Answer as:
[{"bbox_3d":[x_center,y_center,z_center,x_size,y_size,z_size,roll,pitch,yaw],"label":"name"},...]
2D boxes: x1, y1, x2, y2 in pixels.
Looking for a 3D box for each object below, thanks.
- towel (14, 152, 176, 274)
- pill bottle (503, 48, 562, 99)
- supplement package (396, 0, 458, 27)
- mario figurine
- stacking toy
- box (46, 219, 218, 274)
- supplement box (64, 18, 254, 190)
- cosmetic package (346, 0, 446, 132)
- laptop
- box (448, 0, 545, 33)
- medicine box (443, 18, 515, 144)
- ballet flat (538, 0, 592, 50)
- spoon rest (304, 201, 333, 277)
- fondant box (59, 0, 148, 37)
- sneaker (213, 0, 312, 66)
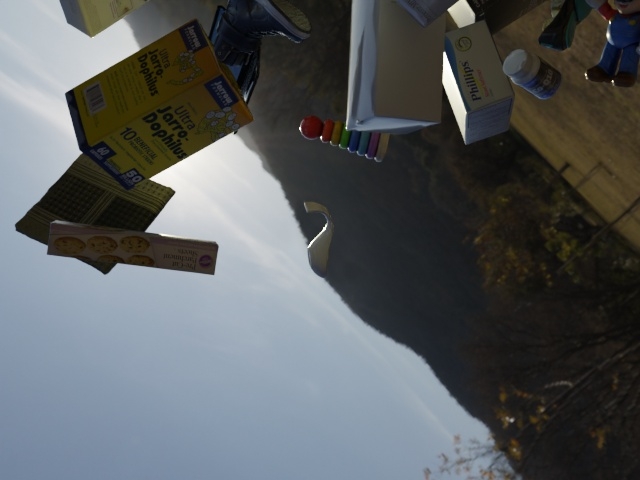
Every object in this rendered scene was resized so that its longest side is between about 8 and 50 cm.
[{"bbox_3d":[-0.612,-0.081,1.720,0.324,0.312,0.056,24,152,15],"label":"towel"},{"bbox_3d":[0.496,-0.390,1.473,0.137,0.078,0.078,17,-153,-35],"label":"pill bottle"},{"bbox_3d":[0.216,-0.532,1.025,0.178,0.293,0.175,12,-131,-56],"label":"supplement package"},{"bbox_3d":[0.773,-0.566,1.624,0.198,0.320,0.170,13,-158,17],"label":"mario figurine"},{"bbox_3d":[0.086,-0.391,2.348,0.331,0.141,0.141,11,-166,0],"label":"stacking toy"},{"bbox_3d":[-0.370,0.015,1.259,0.324,0.067,0.063,9,-174,-16],"label":"box"},{"bbox_3d":[-0.372,-0.310,1.466,0.195,0.357,0.194,64,-175,30],"label":"supplement box"},{"bbox_3d":[0.155,-0.419,1.322,0.155,0.365,0.197,1,-177,-16],"label":"cosmetic package"},{"bbox_3d":[-0.266,-0.487,1.802,0.137,0.234,0.264,12,-129,-17],"label":"laptop"},{"bbox_3d":[0.567,-0.802,1.960,0.178,0.313,0.343,58,-170,6],"label":"box"},{"bbox_3d":[0.475,-0.477,1.935,0.289,0.149,0.263,42,-149,-74],"label":"medicine box"},{"bbox_3d":[0.675,-0.625,1.738,0.096,0.280,0.095,10,141,38],"label":"ballet flat"},{"bbox_3d":[0.000,0.000,2.027,0.137,0.084,0.276,-110,12,-52],"label":"spoon rest"},{"bbox_3d":[-0.509,-0.699,1.570,0.096,0.330,0.238,34,151,19],"label":"fondant box"},{"bbox_3d":[-0.116,-0.386,1.192,0.086,0.163,0.226,0,-142,-46],"label":"sneaker"}]
